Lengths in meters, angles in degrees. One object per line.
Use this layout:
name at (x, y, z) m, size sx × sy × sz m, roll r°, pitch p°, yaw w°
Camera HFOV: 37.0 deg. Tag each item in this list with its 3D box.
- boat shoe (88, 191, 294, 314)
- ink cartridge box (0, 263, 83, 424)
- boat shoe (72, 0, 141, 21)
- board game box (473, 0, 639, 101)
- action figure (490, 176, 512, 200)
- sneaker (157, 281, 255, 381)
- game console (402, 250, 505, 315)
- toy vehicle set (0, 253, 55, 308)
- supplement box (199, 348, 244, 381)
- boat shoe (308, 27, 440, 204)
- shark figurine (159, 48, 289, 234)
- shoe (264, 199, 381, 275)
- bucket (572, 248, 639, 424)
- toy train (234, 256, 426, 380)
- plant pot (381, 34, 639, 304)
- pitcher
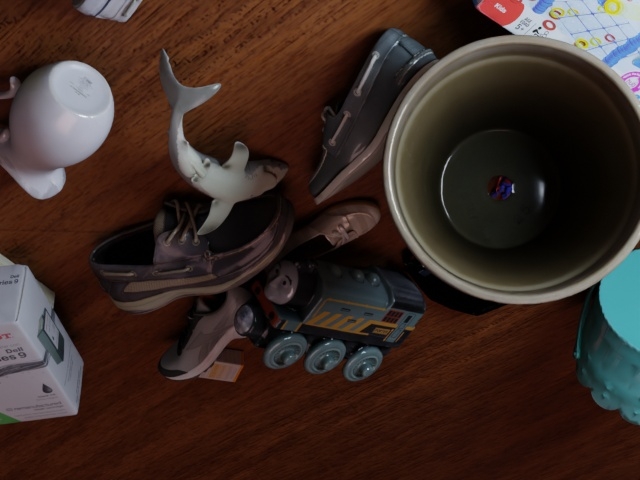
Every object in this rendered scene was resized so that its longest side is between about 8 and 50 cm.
boat shoe at (-0.208, 0.010, 1.473) m, size 0.355 × 0.132 × 0.130 m, roll -24°, pitch 136°, yaw 20°
ink cartridge box at (-0.546, 0.183, 1.597) m, size 0.211 × 0.122 × 0.289 m, roll -8°, pitch 140°, yaw 4°
boat shoe at (-0.206, -0.337, 1.112) m, size 0.075 × 0.083 × 0.226 m, roll 14°, pitch 150°, yaw -37°
board game box at (0.389, -0.334, 1.148) m, size 0.308 × 0.086 × 0.302 m, roll 24°, pitch 133°, yaw -29°
action figure at (0.289, -0.086, 1.482) m, size 0.038 × 0.030 × 0.115 m, roll 8°, pitch 137°, yaw -7°
sneaker at (-0.201, 0.149, 1.677) m, size 0.108 × 0.100 × 0.271 m, roll 36°, pitch 120°, yaw -26°
game console at (0.329, 0.019, 1.586) m, size 0.361 × 0.044 × 0.213 m, roll -26°, pitch 139°, yaw 28°
toy vehicle set at (-0.593, 0.063, 1.575) m, size 0.166 × 0.035 × 0.267 m, roll -23°, pitch 136°, yaw 21°
supplement box at (-0.200, 0.232, 1.810) m, size 0.098 × 0.036 × 0.062 m, roll 11°, pitch 138°, yaw -18°
boat shoe at (0.058, -0.167, 1.337) m, size 0.099 × 0.116 × 0.319 m, roll 48°, pitch 139°, yaw 7°
shark figurine at (-0.177, -0.126, 1.345) m, size 0.166 × 0.116 × 0.278 m, roll -47°, pitch 142°, yaw -3°
shoe at (0.000, 0.000, 1.533) m, size 0.219 × 0.058 × 0.076 m, roll -22°, pitch 137°, yaw 20°
bucket at (0.576, 0.155, 1.613) m, size 0.281 × 0.281 × 0.183 m, roll -4°, pitch 139°, yaw 0°
toy train at (0.019, 0.118, 1.571) m, size 0.333 × 0.142 × 0.190 m, roll 15°, pitch 120°, yaw -41°
plant pot at (0.245, -0.080, 1.261) m, size 0.323 × 0.323 × 0.280 m, roll -8°, pitch 178°, yaw 4°
pitcher at (-0.380, -0.164, 1.272) m, size 0.177 × 0.126 × 0.207 m, roll 35°, pitch 139°, yaw -18°
